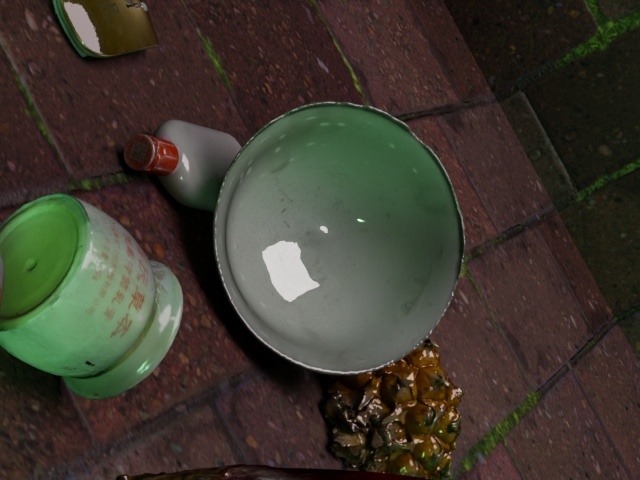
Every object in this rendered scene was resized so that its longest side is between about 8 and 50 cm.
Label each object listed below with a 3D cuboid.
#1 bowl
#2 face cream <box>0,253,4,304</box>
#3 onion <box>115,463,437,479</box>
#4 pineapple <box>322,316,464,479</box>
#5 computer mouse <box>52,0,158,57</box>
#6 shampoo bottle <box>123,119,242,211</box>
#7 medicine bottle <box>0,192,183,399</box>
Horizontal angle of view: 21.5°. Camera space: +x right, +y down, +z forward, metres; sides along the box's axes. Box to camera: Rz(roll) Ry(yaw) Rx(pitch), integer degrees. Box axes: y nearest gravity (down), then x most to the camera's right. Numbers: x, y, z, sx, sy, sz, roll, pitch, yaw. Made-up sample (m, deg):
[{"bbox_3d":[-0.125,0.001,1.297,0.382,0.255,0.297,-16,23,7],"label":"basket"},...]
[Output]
[{"bbox_3d":[0.000,0.000,1.967,0.313,0.313,0.146,56,-20,-11],"label":"bowl"},{"bbox_3d":[-0.305,0.038,1.355,0.101,0.101,0.252,46,26,-33],"label":"face cream"},{"bbox_3d":[-0.036,0.377,1.248,0.398,0.398,0.420,-6,90,-67],"label":"onion"},{"bbox_3d":[0.081,0.191,1.986,0.164,0.139,0.250,6,61,-63],"label":"pineapple"},{"bbox_3d":[-0.240,-0.260,1.949,0.102,0.045,0.199,63,22,-1],"label":"computer mouse"},{"bbox_3d":[-0.149,-0.087,1.924,0.221,0.051,0.108,11,59,-63],"label":"shampoo bottle"},{"bbox_3d":[-0.213,0.050,1.480,0.143,0.147,0.147,42,28,-42],"label":"medicine bottle"}]
